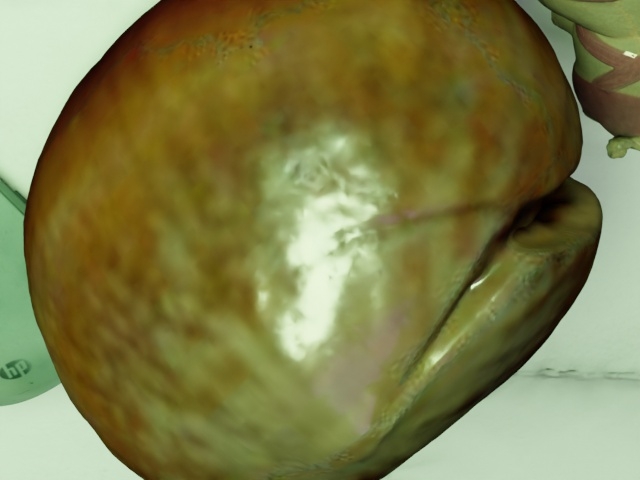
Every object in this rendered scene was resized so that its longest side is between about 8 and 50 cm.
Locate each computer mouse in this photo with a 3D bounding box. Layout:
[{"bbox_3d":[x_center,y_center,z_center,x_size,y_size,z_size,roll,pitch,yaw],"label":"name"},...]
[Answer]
[{"bbox_3d":[-0.277,0.027,1.235,0.159,0.097,0.288,-30,134,14],"label":"computer mouse"}]

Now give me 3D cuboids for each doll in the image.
[{"bbox_3d":[0.225,-0.183,1.155,0.196,0.152,0.256,-25,134,6],"label":"doll"}]

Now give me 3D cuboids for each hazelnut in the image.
[{"bbox_3d":[0.000,0.000,1.148,0.359,0.359,0.409,25,129,-34],"label":"hazelnut"}]
